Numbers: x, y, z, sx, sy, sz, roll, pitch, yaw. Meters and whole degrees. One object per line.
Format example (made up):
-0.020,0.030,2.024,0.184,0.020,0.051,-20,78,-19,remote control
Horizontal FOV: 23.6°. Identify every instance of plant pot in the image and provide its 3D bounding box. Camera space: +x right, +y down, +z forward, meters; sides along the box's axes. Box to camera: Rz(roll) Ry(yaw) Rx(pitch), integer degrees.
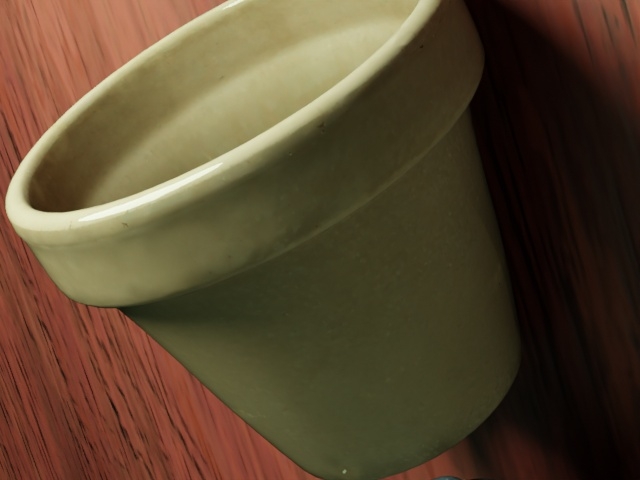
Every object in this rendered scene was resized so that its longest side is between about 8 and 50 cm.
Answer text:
0.000,0.000,0.842,0.263,0.263,0.229,-2,127,48,plant pot

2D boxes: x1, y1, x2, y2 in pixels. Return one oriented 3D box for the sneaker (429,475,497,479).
0.157,0.180,0.790,0.282,0.153,0.099,3,85,48,sneaker
